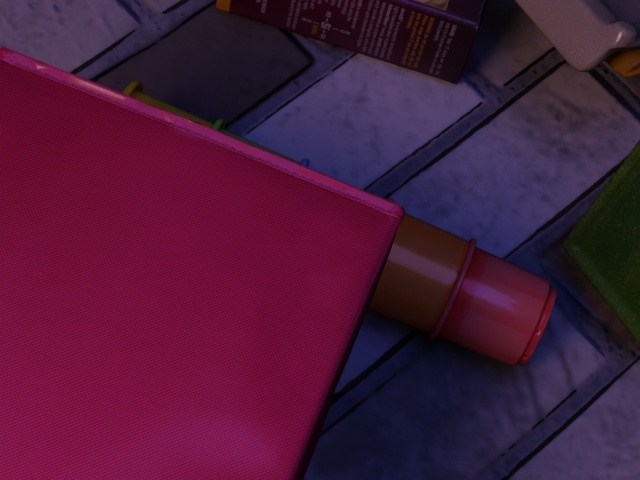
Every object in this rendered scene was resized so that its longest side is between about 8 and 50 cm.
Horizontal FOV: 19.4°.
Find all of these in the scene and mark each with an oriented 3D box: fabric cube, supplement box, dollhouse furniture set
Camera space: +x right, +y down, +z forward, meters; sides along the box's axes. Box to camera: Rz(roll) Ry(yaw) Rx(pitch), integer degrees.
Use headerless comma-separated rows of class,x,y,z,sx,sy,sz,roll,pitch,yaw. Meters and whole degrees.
fabric cube,-0.128,0.096,1.083,0.254,0.259,0.258,21,61,2
supplement box,0.030,-0.199,1.351,0.188,0.081,0.104,18,62,1
dollhouse furniture set,0.240,-0.101,1.325,0.197,0.151,0.301,-12,55,-36

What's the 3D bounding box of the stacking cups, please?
stacking cups,0.000,0.000,1.243,0.316,0.096,0.096,25,63,3
